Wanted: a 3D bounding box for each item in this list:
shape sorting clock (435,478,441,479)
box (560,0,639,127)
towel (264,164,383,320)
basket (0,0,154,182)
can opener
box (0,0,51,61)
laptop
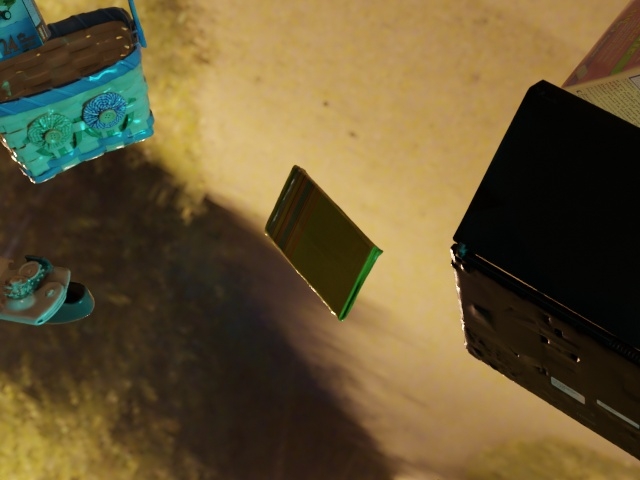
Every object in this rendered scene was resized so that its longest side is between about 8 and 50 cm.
[{"bbox_3d":[0.186,0.357,1.774,0.206,0.040,0.206,59,-177,-5],"label":"shape sorting clock"},{"bbox_3d":[0.391,-0.204,1.571,0.117,0.213,0.243,43,166,-13],"label":"box"},{"bbox_3d":[0.000,0.000,1.895,0.021,0.102,0.237,15,-161,-32],"label":"towel"},{"bbox_3d":[-0.340,-0.241,2.020,0.201,0.255,0.289,-120,7,-60],"label":"basket"},{"bbox_3d":[-0.380,0.052,1.686,0.280,0.074,0.093,9,145,25],"label":"can opener"},{"bbox_3d":[-0.434,-0.249,1.713,0.044,0.233,0.159,-83,-29,-66],"label":"box"},{"bbox_3d":[0.241,0.037,1.327,0.234,0.136,0.264,32,155,30],"label":"laptop"}]
